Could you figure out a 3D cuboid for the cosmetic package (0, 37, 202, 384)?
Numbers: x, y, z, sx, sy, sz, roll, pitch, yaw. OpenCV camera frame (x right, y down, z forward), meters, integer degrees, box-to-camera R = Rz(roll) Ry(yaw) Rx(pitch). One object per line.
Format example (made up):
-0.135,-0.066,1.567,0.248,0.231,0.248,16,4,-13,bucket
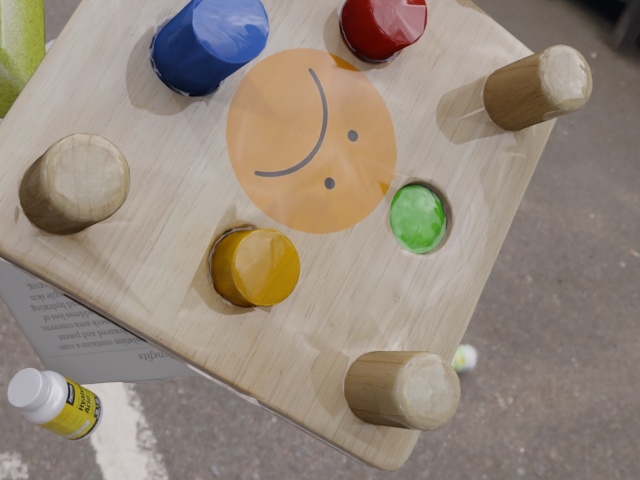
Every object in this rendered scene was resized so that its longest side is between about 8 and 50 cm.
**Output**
-0.236,-0.062,1.253,0.329,0.393,0.327,-8,29,29,cosmetic package

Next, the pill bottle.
-0.316,0.193,1.133,0.065,0.065,0.116,48,0,35,pill bottle

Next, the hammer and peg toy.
0.007,-0.098,0.500,0.266,0.127,0.361,33,71,-20,hammer and peg toy

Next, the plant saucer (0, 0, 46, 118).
-0.279,-0.177,0.626,0.188,0.045,0.188,-2,79,-18,plant saucer
